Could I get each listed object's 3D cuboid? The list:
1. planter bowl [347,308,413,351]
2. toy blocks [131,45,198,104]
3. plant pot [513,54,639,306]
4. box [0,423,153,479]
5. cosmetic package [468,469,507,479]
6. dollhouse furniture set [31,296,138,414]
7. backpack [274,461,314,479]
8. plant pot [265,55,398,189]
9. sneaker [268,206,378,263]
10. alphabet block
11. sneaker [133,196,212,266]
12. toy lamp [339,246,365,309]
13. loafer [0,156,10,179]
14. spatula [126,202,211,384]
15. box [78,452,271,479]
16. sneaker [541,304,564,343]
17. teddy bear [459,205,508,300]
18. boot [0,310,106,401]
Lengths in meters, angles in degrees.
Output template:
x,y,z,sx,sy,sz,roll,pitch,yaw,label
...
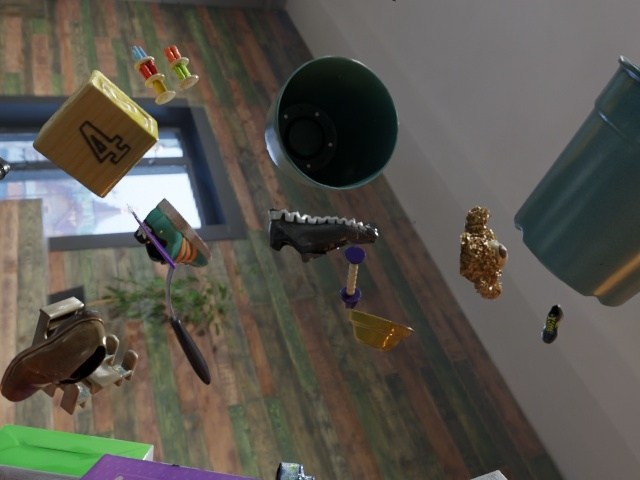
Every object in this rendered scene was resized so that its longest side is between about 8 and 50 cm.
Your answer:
x,y,z,sx,sy,sz,roll,pitch,yaw,label
0.170,0.285,1.787,0.217,0.217,0.090,0,-110,67,planter bowl
-0.385,-0.426,1.418,0.148,0.123,0.054,58,5,2,toy blocks
0.547,-0.082,1.021,0.334,0.341,0.341,-56,-139,29,plant pot
-0.421,0.445,0.936,0.127,0.262,0.231,-67,163,-81,box
0.154,0.505,0.882,0.197,0.366,0.155,124,-52,-86,cosmetic package
-0.632,0.291,1.539,0.242,0.212,0.161,32,-66,16,dollhouse furniture set
-0.053,0.512,1.174,0.114,0.084,0.105,-96,-168,-61,backpack
0.001,-0.257,1.381,0.235,0.293,0.293,-179,-96,-69,plant pot
0.000,0.000,1.210,0.078,0.234,0.106,68,31,-80,sneaker
-0.517,-0.250,1.362,0.197,0.193,0.192,-45,-150,6,alphabet block
-0.359,0.008,1.408,0.108,0.121,0.302,44,-12,22,sneaker
0.109,0.139,2.008,0.274,0.080,0.080,94,-22,-48,toy lamp
-0.452,-0.117,0.642,0.076,0.223,0.078,-60,177,37,loafer
-0.199,0.082,0.790,0.084,0.030,0.296,36,-37,56,spatula
-0.094,0.338,0.545,0.201,0.057,0.293,-5,-66,30,box
0.448,0.161,1.133,0.031,0.083,0.035,5,-36,39,sneaker
0.436,0.039,1.540,0.338,0.113,0.245,42,51,-67,teddy bear
-0.610,0.293,1.327,0.305,0.112,0.115,-39,-121,11,boot
